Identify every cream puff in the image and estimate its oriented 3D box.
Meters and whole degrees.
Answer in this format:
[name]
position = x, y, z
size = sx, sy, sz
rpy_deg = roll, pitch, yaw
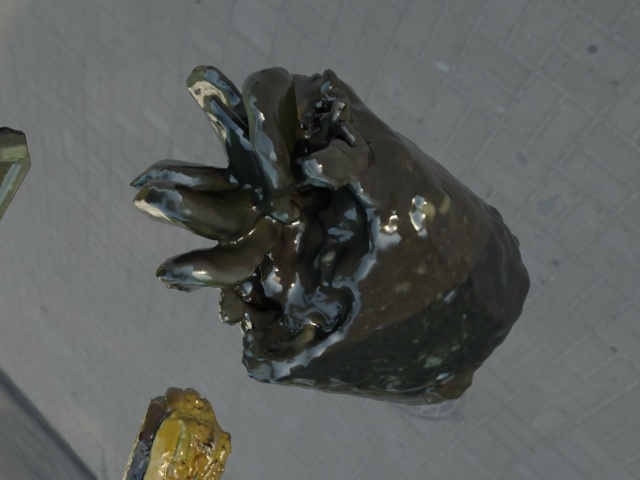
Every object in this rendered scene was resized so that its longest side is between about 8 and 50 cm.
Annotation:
[cream puff]
position = -0.192, 0.291, 0.975
size = 0.129, 0.189, 0.189
rpy_deg = 19, 147, -13

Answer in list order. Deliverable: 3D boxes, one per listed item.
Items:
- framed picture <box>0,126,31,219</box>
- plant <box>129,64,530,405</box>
[framed picture]
position = -0.298, 0.011, 0.360
size = 0.189, 0.259, 0.023
rpy_deg = -44, 67, 40
[plant]
position = 0.000, 0.000, 0.502
size = 0.276, 0.188, 0.199
rpy_deg = 32, -164, -30
